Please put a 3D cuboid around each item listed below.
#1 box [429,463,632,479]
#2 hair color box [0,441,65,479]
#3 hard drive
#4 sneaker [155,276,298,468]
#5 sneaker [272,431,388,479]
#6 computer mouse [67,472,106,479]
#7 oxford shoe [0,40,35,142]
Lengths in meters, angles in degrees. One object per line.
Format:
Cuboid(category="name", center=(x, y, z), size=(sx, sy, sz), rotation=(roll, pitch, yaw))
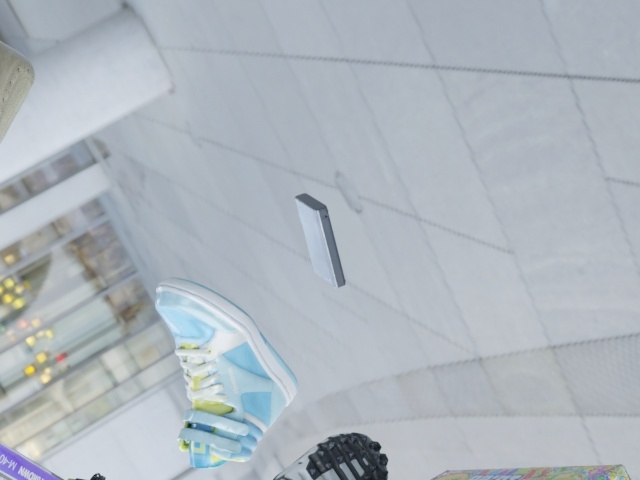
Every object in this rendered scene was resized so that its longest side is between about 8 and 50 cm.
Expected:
Cuboid(category="box", center=(0.114, 0.338, 0.880), size=(0.177, 0.279, 0.290), rotation=(65, 153, 3))
Cuboid(category="hair color box", center=(-0.365, 0.237, 0.942), size=(0.339, 0.110, 0.185), rotation=(7, 150, 36))
Cuboid(category="hard drive", center=(0.000, 0.000, 1.589), size=(0.094, 0.022, 0.135), rotation=(34, 142, 62))
Cuboid(category="sneaker", center=(-0.168, 0.215, 1.503), size=(0.127, 0.208, 0.319), rotation=(0, 140, 43))
Cuboid(category="sneaker", center=(-0.029, 0.251, 0.943), size=(0.106, 0.234, 0.078), rotation=(-34, 85, 40))
Cuboid(category="computer mouse", center=(-0.508, 0.433, 1.786), size=(0.184, 0.262, 0.060), rotation=(-4, -91, -69))
Cuboid(category="oxford shoe", center=(-0.357, 0.003, 0.816), size=(0.140, 0.397, 0.147), rotation=(47, -159, 28))
